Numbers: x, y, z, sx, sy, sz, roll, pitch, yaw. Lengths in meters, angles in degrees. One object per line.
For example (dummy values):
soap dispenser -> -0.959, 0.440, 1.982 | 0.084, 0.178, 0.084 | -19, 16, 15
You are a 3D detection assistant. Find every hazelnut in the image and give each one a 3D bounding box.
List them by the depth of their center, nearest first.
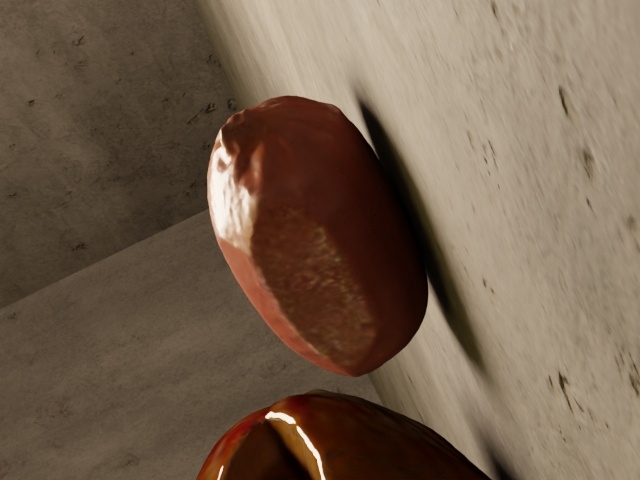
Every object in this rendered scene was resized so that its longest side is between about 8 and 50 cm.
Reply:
hazelnut -> 0.044, 0.343, 1.137 | 0.402, 0.402, 0.429 | 62, -178, 32

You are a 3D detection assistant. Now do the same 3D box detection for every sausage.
sausage -> 0.000, 0.000, 0.966 | 0.254, 0.148, 0.148 | 59, 180, -29
